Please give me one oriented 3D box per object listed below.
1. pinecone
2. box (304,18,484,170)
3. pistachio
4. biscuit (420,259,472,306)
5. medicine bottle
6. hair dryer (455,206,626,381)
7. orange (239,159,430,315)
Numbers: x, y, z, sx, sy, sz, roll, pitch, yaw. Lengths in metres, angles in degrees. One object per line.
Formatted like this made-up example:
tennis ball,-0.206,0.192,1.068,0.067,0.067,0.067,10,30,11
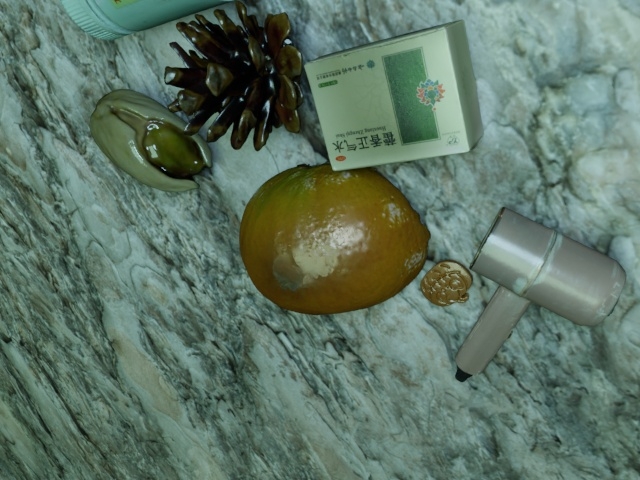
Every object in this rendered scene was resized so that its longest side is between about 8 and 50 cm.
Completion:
pinecone,-0.132,-0.237,0.871,0.229,0.201,0.203,140,132,-61
box,0.105,-0.198,0.823,0.212,0.095,0.168,-4,115,31
pistachio,-0.305,-0.175,1.043,0.238,0.153,0.138,33,86,8
biscuit,0.208,0.074,0.953,0.078,0.015,0.091,39,127,6
medicine bottle,-0.231,-0.409,0.859,0.318,0.158,0.158,-2,113,31
hair dryer,0.292,0.123,0.898,0.189,0.107,0.344,28,134,12
orange,-0.002,0.004,0.991,0.310,0.274,0.274,26,131,54
